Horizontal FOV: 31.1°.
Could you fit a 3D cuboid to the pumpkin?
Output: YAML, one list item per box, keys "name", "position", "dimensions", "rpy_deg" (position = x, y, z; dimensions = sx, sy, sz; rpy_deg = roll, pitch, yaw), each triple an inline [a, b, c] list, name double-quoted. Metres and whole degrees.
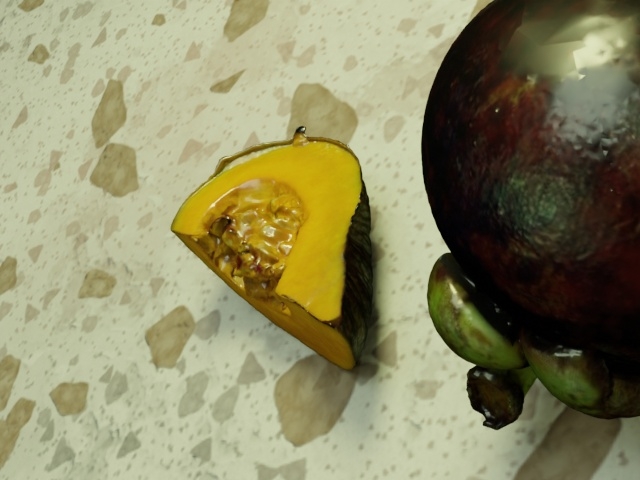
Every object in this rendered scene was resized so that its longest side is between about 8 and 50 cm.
- name: "pumpkin"
  position: [0.003, 0.003, 1.032]
  dimensions: [0.163, 0.111, 0.278]
  rpy_deg: [-45, 40, -14]

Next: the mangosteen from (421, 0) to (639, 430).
- name: "mangosteen"
  position: [0.199, -0.040, 0.748]
  dimensions: [0.311, 0.311, 0.311]
  rpy_deg: [-23, 48, 28]
